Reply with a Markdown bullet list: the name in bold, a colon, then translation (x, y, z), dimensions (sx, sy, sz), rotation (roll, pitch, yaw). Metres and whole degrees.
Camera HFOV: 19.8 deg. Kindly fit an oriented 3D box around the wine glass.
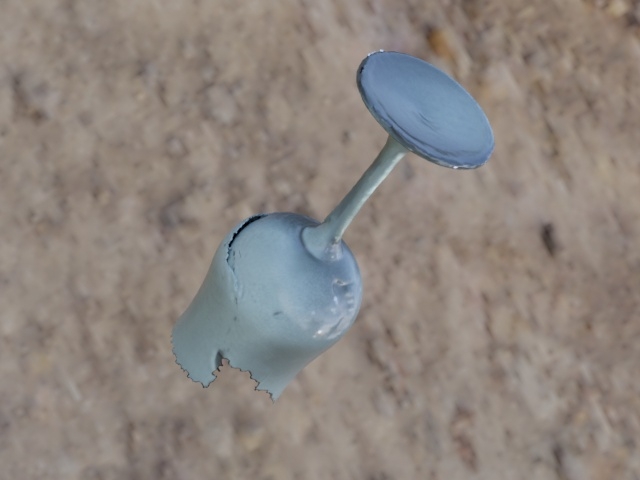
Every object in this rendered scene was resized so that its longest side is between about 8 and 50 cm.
- **wine glass**: translation (0.000, 0.000, 0.902), dimensions (0.079, 0.195, 0.079), rotation (24, 37, -19)
